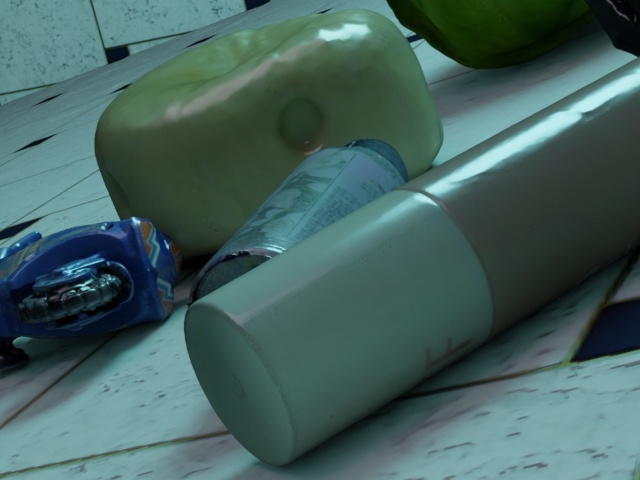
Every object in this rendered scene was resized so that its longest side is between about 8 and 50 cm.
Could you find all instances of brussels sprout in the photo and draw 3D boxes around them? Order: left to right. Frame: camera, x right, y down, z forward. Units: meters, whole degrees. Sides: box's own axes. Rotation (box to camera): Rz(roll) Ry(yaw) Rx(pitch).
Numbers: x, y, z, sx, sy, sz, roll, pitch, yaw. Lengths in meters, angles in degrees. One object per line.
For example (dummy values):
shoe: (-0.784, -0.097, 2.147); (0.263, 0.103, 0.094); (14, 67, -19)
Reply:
brussels sprout: (0.156, -0.280, 1.179); (0.227, 0.294, 0.259); (19, 13, 18)

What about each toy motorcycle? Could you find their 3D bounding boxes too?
toy motorcycle: (-0.145, 0.024, 0.870); (0.114, 0.076, 0.205); (-19, 8, -28)

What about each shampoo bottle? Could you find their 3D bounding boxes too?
shampoo bottle: (0.000, 0.000, 0.720); (0.072, 0.072, 0.214); (-18, 13, 20)

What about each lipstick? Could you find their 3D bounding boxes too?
lipstick: (0.069, -0.002, 0.600); (0.254, 0.070, 0.070); (-29, 14, -27)

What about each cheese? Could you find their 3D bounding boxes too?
cheese: (-0.029, -0.072, 0.956); (0.218, 0.117, 0.235); (-14, 18, 27)

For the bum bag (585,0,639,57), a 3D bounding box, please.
bum bag: (0.190, -0.097, 0.693); (0.060, 0.123, 0.248); (-46, 14, 1)
